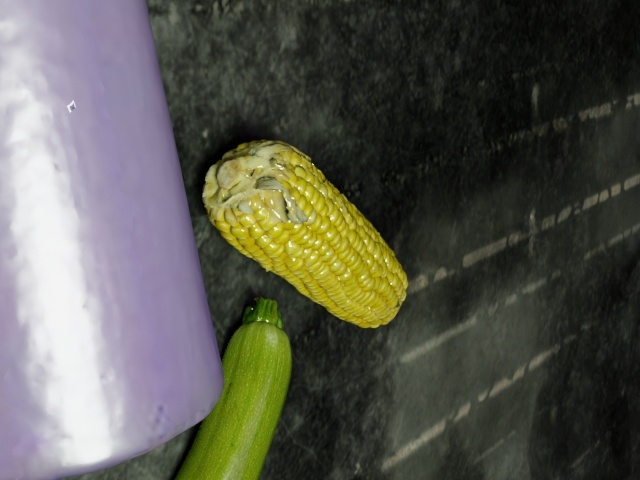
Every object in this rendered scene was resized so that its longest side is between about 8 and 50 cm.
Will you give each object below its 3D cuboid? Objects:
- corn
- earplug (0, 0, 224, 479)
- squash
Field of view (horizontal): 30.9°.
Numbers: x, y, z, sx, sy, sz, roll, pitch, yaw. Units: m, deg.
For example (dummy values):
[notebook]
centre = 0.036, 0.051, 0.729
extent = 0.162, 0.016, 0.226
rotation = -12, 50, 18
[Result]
[corn]
centre = 0.000, 0.000, 1.041
extent = 0.293, 0.106, 0.106
rotation = 38, 66, -53
[earplug]
centre = -0.190, -0.105, 0.665
extent = 0.215, 0.215, 0.456
rotation = -25, 113, -51
[squash]
centre = -0.077, 0.171, 0.990
extent = 0.069, 0.069, 0.258
rotation = 46, 60, -49
